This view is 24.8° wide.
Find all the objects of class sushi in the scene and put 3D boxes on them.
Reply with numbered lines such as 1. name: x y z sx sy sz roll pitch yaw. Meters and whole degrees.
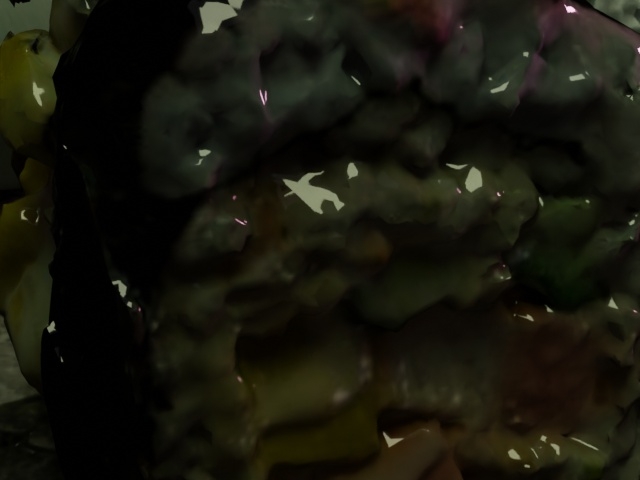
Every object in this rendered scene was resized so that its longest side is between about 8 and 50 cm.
1. sushi: 0.000 0.000 0.723 0.329 0.327 0.285 -13 22 -19

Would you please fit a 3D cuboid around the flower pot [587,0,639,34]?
1. flower pot: 0.213 -0.073 0.880 0.283 0.299 0.299 20 37 14

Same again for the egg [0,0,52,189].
1. egg: -0.206 -0.151 1.024 0.371 0.230 0.230 -20 38 -18
